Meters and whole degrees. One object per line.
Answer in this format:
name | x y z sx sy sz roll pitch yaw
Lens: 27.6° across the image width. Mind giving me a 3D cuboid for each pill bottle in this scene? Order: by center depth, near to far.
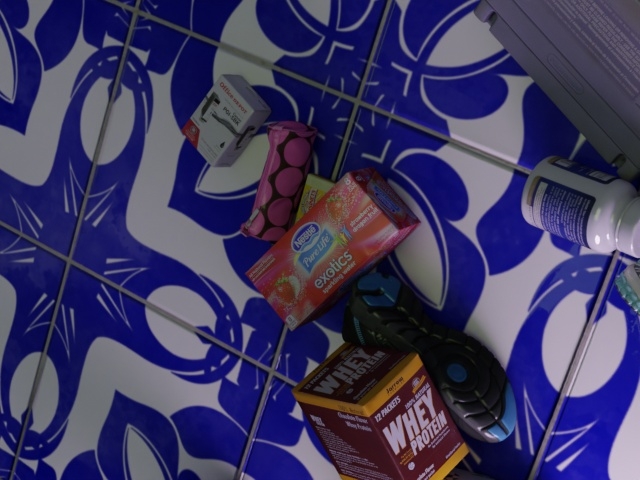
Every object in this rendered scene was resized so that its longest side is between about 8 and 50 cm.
pill bottle | 0.396 -0.045 1.884 0.187 0.112 0.112 26 107 39

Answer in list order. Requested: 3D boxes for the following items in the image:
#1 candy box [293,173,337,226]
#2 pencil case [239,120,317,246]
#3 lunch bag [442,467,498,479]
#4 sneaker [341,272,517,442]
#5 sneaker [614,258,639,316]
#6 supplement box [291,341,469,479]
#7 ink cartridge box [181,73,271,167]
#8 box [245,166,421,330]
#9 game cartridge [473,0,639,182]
candy box | 0.000 0.000 2.197 0.105 0.027 0.206 23 106 27
pencil case | -0.073 -0.100 2.192 0.095 0.098 0.209 26 106 46
lunch bag | 0.231 0.494 2.049 0.303 0.115 0.243 13 103 31
sneaker | 0.172 0.200 2.077 0.341 0.125 0.139 46 140 19
sneaker | 0.549 0.111 1.824 0.283 0.110 0.122 44 111 21
supplement box | 0.092 0.279 2.021 0.191 0.129 0.194 3 127 54
ink cartridge box | -0.165 -0.208 2.265 0.099 0.056 0.135 48 116 20
box | 0.020 0.013 2.103 0.257 0.122 0.128 -44 79 21
game cartridge | 0.397 -0.284 1.860 0.355 0.068 0.230 51 135 14
